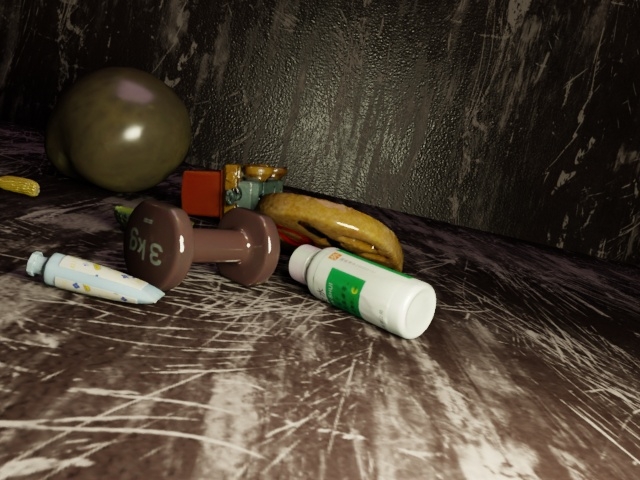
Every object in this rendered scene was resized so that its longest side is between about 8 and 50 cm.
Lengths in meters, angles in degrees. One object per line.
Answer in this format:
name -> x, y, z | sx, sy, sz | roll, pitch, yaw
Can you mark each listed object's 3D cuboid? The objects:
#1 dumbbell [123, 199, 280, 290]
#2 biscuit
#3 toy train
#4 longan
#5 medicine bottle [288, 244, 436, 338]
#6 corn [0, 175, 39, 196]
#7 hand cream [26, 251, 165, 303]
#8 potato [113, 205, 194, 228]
dumbbell -> -0.180, 0.008, 0.999 | 0.140, 0.124, 0.225 | 20, 12, 38
biscuit -> 0.000, 0.001, 1.211 | 0.314, 0.063, 0.367 | 12, -13, 17
toy train -> -0.221, -0.125, 1.696 | 0.232, 0.163, 0.369 | 6, 8, 10
longan -> -0.547, -0.297, 1.747 | 0.404, 0.336, 0.404 | -13, 33, 8
medicine bottle -> 0.059, 0.073, 1.044 | 0.260, 0.095, 0.095 | 23, 13, 42
corn -> -0.655, -0.120, 1.396 | 0.092, 0.037, 0.037 | 10, 9, 4
hand cream -> -0.289, 0.051, 0.831 | 0.171, 0.043, 0.065 | 15, 5, -3
potato -> -0.330, -0.028, 1.250 | 0.198, 0.054, 0.119 | 12, 8, 26
